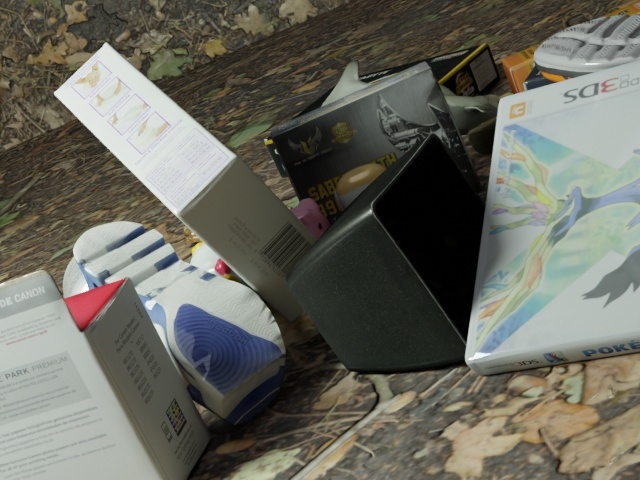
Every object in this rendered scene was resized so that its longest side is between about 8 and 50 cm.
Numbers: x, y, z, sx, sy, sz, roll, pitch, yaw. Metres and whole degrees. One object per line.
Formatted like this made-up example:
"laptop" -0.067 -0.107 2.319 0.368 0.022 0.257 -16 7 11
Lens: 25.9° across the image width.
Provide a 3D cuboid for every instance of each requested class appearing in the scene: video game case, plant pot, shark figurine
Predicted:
"video game case" 0.291 -0.039 1.331 0.300 0.036 0.329 -13 51 34
"plant pot" 0.078 0.031 1.454 0.167 0.188 0.187 -27 13 35
"shark figurine" 0.144 -0.175 2.036 0.278 0.116 0.166 10 17 -7

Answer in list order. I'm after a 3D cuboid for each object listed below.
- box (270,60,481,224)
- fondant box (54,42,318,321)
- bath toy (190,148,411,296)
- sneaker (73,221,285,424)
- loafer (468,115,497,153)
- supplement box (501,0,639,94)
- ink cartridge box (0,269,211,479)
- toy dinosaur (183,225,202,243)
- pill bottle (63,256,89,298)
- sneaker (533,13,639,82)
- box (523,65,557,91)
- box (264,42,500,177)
"box" 0.074 -0.109 1.847 0.231 0.183 0.056 -23 17 4
"fondant box" -0.145 -0.072 1.625 0.096 0.238 0.330 -47 45 -3
"bath toy" 0.000 0.000 1.743 0.348 0.151 0.129 -25 52 1
"sneaker" -0.157 0.122 1.591 0.127 0.182 0.315 -29 47 -29
"loafer" 0.270 -0.160 1.941 0.148 0.056 0.050 -5 32 48
"supplement box" 0.396 -0.280 2.090 0.233 0.080 0.078 -22 19 4
"ink cartridge box" -0.316 0.161 1.432 0.309 0.272 0.130 -18 19 21
"toy dinosaur" -0.128 -0.032 2.136 0.211 0.064 0.112 -19 34 50
"pill bottle" -0.267 0.083 1.836 0.131 0.131 0.229 -27 17 -8
"sneaker" 0.380 -0.139 1.501 0.321 0.180 0.124 13 42 43
"box" 0.390 -0.209 1.821 0.207 0.108 0.153 -12 21 29
"box" 0.102 -0.215 2.307 0.322 0.079 0.257 -9 25 42
